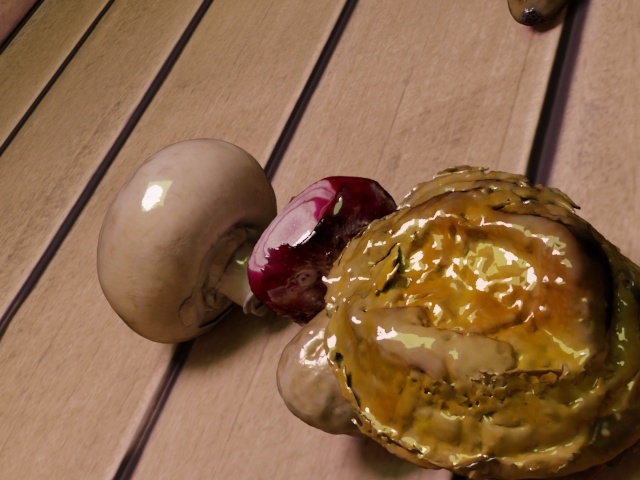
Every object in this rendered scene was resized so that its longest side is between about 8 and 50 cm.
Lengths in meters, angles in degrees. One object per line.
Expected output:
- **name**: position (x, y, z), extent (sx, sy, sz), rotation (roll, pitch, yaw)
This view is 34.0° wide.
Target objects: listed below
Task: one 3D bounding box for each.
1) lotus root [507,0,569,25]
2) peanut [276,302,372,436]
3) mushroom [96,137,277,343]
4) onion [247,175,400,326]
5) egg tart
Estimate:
- **lotus root**: position (0.282, -0.339, 1.314), extent (0.089, 0.080, 0.179), rotation (-10, 42, 39)
- **peanut**: position (0.066, 0.090, 0.930), extent (0.224, 0.129, 0.129), rotation (-36, 29, -13)
- **mushroom**: position (-0.134, 0.012, 1.188), extent (0.202, 0.246, 0.246), rotation (35, 72, 19)
- **onion**: position (0.010, 0.012, 1.108), extent (0.173, 0.135, 0.198), rotation (-40, 15, 2)
- **egg tart**: position (0.137, 0.046, 0.808), extent (0.297, 0.132, 0.297), rotation (-3, 51, 4)
